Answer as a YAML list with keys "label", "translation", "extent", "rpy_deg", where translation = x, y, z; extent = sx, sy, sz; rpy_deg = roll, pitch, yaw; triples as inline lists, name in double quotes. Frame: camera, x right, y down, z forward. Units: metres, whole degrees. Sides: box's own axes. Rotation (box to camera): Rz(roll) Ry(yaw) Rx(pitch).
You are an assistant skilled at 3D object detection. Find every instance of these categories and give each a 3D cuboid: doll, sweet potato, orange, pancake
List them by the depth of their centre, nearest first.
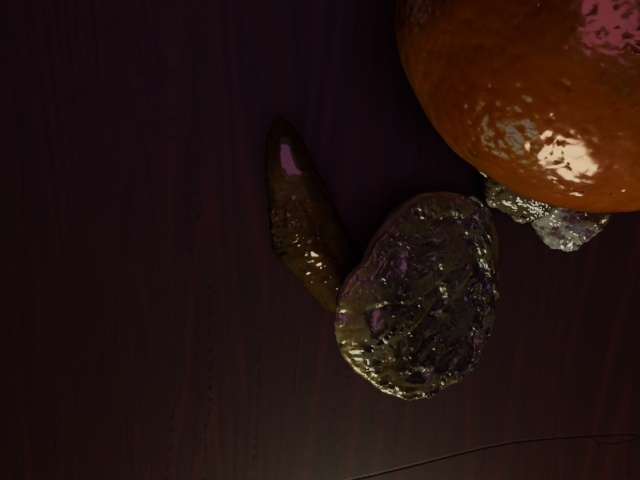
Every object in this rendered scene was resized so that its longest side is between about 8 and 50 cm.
- label: "orange"
  translation: [0.287, -0.242, 0.716]
  extent: [0.424, 0.326, 0.424]
  rpy_deg: [1, 79, -7]
- label: "doll"
  translation: [0.265, -0.070, 0.891]
  extent: [0.221, 0.105, 0.115]
  rpy_deg: [26, 66, -3]
- label: "pancake"
  translation: [0.138, 0.073, 0.896]
  extent: [0.282, 0.049, 0.282]
  rpy_deg: [-11, 112, -29]
- label: "sweet potato"
  translation: [-0.002, 0.003, 0.897]
  extent: [0.114, 0.092, 0.341]
  rpy_deg: [-27, 115, 15]
